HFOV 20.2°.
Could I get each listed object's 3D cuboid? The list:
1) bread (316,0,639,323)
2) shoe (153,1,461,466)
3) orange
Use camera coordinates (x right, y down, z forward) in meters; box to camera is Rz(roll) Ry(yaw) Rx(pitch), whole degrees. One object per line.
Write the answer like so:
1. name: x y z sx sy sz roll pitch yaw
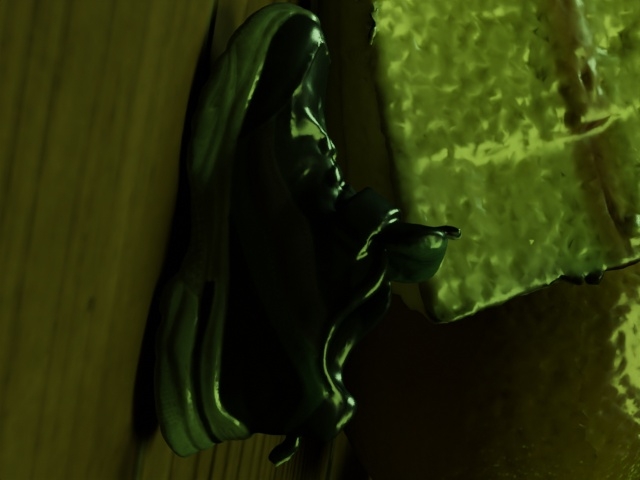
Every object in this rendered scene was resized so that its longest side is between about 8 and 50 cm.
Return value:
1. bread: 0.115 -0.090 0.828 0.135 0.240 0.178 43 -40 46
2. shoe: 0.000 0.000 0.643 0.071 0.099 0.169 50 49 -74
3. orange: 0.111 0.063 1.026 0.236 0.236 0.236 9 90 -81
